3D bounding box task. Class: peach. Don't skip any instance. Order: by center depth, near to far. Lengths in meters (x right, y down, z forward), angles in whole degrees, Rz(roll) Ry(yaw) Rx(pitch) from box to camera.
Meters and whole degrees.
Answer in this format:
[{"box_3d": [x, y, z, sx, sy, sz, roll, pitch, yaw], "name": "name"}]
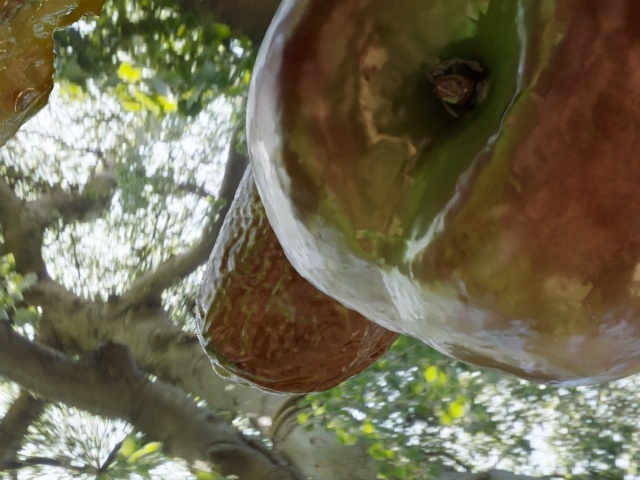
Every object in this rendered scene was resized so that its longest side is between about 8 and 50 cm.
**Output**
[{"box_3d": [0.098, -0.052, 0.524, 0.252, 0.252, 0.253, 2, -102, -11], "name": "peach"}]

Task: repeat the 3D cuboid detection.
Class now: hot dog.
[{"box_3d": [0.000, 0.000, 0.926, 0.196, 0.122, 0.272, 28, -76, 22], "name": "hot dog"}]

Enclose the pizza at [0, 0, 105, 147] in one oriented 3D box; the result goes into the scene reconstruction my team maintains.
[{"box_3d": [-0.136, -0.127, 0.466, 0.287, 0.075, 0.280, -22, -106, 20], "name": "pizza"}]
